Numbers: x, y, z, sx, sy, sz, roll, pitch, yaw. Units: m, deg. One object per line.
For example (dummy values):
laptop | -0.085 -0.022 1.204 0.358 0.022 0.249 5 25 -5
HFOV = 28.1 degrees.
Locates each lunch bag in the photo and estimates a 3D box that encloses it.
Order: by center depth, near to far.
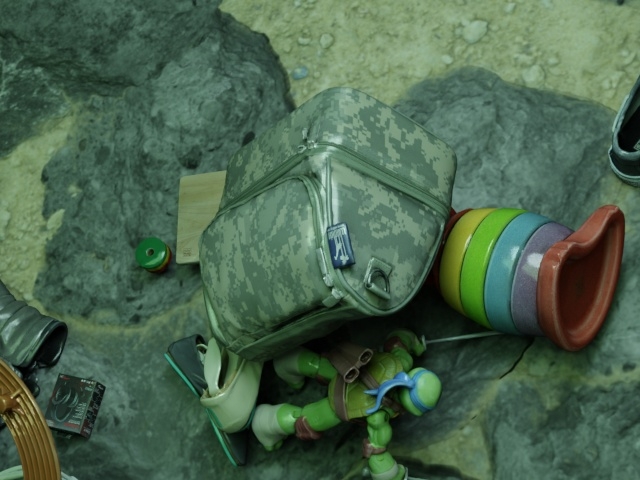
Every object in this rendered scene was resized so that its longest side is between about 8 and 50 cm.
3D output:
lunch bag | 0.000 0.000 1.514 0.305 0.212 0.256 -27 43 51

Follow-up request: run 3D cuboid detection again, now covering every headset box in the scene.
headset box | -0.337 0.229 1.746 0.062 0.032 0.083 9 70 21

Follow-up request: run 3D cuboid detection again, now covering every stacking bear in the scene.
stacking bear | 0.204 0.023 1.585 0.289 0.164 0.175 17 34 35

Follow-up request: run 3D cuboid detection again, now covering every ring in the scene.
ring | -0.448 0.284 1.580 0.336 0.032 0.336 5 100 32

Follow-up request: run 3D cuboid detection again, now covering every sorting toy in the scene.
sorting toy | -0.119 -0.029 1.772 0.274 0.046 0.132 -7 66 16

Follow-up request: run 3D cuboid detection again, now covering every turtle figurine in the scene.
turtle figurine | 0.070 0.210 1.581 0.266 0.274 0.198 -2 90 39

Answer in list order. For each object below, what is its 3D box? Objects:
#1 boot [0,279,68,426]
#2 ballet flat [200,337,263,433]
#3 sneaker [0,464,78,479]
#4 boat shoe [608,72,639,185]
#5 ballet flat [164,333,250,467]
boot | -0.527 0.196 1.784 0.222 0.118 0.338 38 92 17
ballet flat | -0.102 0.127 1.637 0.086 0.086 0.248 -4 46 17
sneaker | -0.280 0.350 1.602 0.292 0.169 0.108 1 67 18
boat shoe | 0.460 -0.212 1.623 0.108 0.102 0.301 34 82 27
ballet flat | -0.132 0.200 1.670 0.074 0.074 0.203 -38 58 1
